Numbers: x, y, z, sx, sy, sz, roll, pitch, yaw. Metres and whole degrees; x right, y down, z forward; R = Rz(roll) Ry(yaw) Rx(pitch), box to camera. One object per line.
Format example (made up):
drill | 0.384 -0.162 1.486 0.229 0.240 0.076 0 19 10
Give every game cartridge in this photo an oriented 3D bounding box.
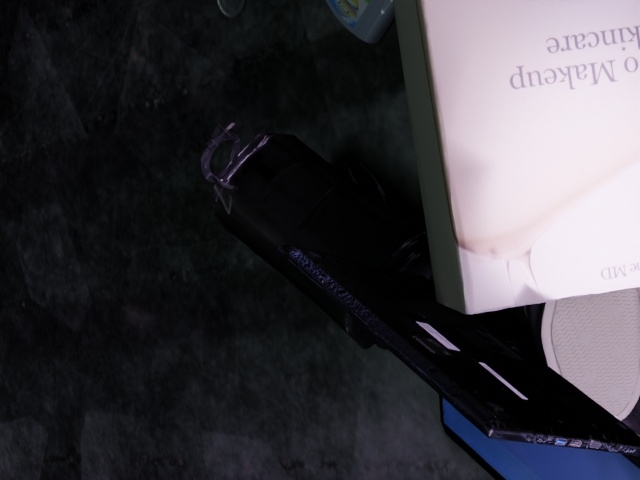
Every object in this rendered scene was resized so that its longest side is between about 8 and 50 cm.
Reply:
game cartridge | 0.032 -0.211 0.956 0.083 0.017 0.056 54 135 24

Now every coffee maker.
coffee maker | 0.000 0.000 0.925 0.178 0.171 0.120 38 108 32

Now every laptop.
laptop | 0.101 0.132 0.791 0.234 0.264 0.136 38 108 46

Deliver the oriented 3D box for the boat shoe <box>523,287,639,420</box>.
boat shoe | 0.184 0.023 0.823 0.079 0.084 0.233 -142 36 -82

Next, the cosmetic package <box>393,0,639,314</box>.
cosmetic package | 0.136 -0.118 0.715 0.113 0.160 0.309 -168 68 -87
